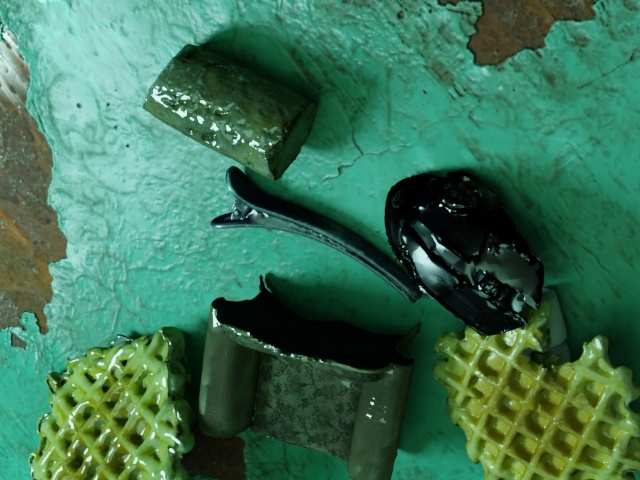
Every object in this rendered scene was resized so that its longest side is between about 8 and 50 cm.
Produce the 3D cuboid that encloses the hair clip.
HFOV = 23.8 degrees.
[{"bbox_3d":[0.000,0.000,1.823,0.275,0.048,0.083,25,114,11],"label":"hair clip"}]

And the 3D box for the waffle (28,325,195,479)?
[{"bbox_3d":[-0.268,0.267,1.950,0.317,0.073,0.297,-25,55,40],"label":"waffle"}]

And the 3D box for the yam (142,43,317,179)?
[{"bbox_3d":[-0.111,-0.156,1.773,0.194,0.107,0.107,27,118,12],"label":"yam"}]

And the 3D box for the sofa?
[{"bbox_3d":[-0.020,0.183,1.826,0.258,0.182,0.200,17,117,16],"label":"sofa"}]

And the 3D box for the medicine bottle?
[{"bbox_3d":[0.257,0.103,1.750,0.052,0.052,0.089,-11,106,26],"label":"medicine bottle"}]

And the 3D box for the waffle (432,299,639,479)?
[{"bbox_3d":[0.253,0.193,1.726,0.261,0.056,0.250,-17,101,39],"label":"waffle"}]

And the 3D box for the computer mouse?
[{"bbox_3d":[0.150,0.012,1.704,0.242,0.077,0.146,42,116,28],"label":"computer mouse"}]
